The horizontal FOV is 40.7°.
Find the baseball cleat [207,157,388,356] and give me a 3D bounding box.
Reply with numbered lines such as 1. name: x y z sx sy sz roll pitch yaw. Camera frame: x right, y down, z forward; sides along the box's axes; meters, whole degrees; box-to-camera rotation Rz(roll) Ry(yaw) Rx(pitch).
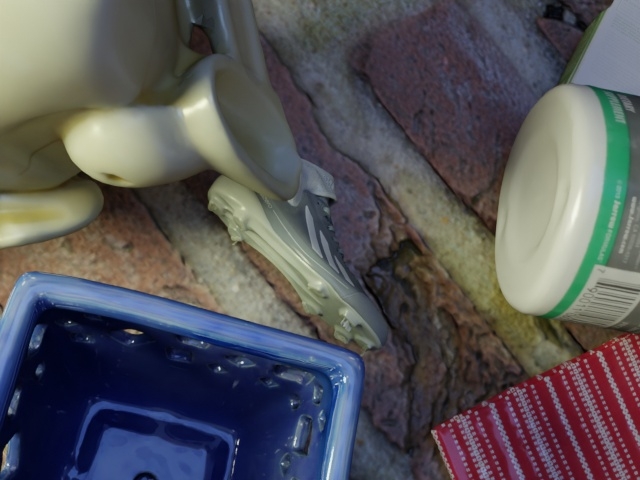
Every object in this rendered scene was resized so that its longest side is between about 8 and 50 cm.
1. baseball cleat: 0.000 0.000 0.759 0.206 0.072 0.109 44 64 -2

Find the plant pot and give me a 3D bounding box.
1. plant pot: -0.118 0.177 0.607 0.236 0.212 0.236 14 72 -8

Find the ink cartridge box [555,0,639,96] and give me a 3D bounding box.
1. ink cartridge box: 0.359 -0.190 0.902 0.171 0.056 0.235 31 69 -3

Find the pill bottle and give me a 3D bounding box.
1. pill bottle: 0.355 -0.007 0.760 0.361 0.204 0.204 10 73 -6

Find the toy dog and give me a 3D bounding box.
1. toy dog: -0.264 -0.109 0.586 0.408 0.395 0.284 -15 92 17

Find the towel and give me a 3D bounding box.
1. towel: 0.253 0.205 0.780 0.275 0.031 0.199 -21 80 -17
